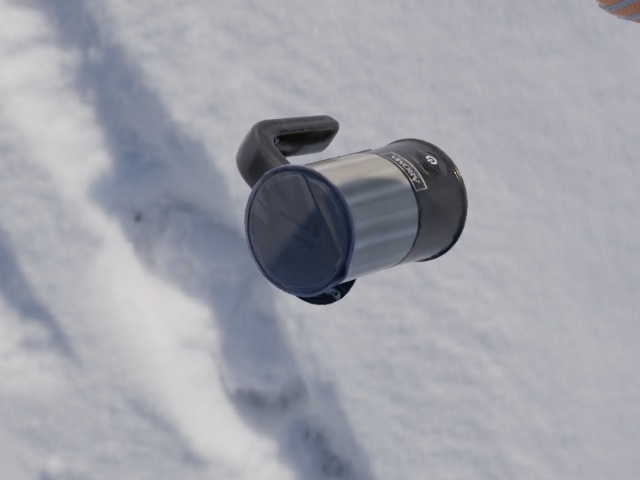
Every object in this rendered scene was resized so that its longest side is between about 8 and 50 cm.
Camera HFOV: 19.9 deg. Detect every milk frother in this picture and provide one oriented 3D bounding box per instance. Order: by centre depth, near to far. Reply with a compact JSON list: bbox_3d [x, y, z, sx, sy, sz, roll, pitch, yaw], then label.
[{"bbox_3d":[0.000,0.000,1.185,0.129,0.134,0.143,31,116,29],"label":"milk frother"}]

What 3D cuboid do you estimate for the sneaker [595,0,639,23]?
[{"bbox_3d":[0.295,-0.276,1.161,0.321,0.180,0.124,-20,150,39],"label":"sneaker"}]
